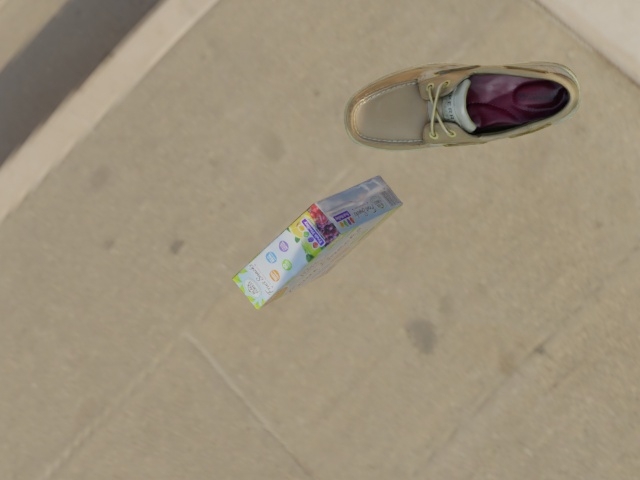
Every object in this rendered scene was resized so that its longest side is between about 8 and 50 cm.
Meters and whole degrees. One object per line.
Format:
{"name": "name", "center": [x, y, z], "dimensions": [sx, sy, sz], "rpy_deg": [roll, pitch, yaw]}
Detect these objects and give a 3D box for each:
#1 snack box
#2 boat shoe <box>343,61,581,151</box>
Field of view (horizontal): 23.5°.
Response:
{"name": "snack box", "center": [0.000, 0.000, 1.257], "dimensions": [0.100, 0.141, 0.037], "rpy_deg": [-44, 82, 25]}
{"name": "boat shoe", "center": [0.079, -0.077, 0.861], "dimensions": [0.135, 0.045, 0.050], "rpy_deg": [-10, 96, 7]}
